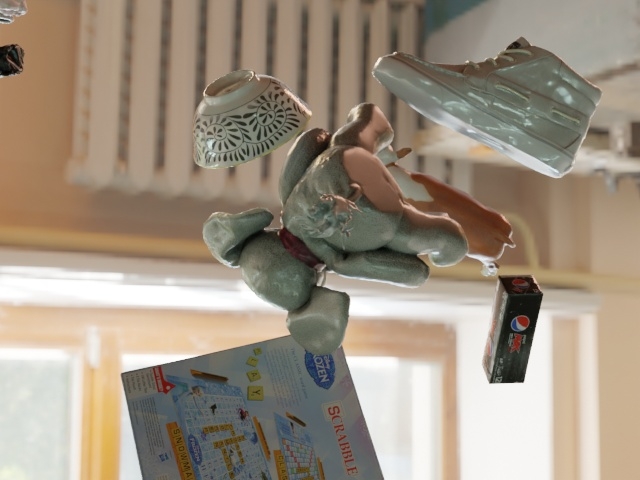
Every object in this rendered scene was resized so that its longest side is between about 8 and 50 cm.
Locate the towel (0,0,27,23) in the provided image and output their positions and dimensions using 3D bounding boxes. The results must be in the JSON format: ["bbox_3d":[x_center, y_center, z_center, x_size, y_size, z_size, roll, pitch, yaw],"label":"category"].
[{"bbox_3d":[-0.555,-0.462,1.753,0.053,0.317,0.332,-21,169,30],"label":"towel"}]

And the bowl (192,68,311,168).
[{"bbox_3d":[-0.104,-0.172,1.702,0.170,0.080,0.170,-18,-152,10],"label":"bowl"}]

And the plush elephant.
[{"bbox_3d":[0.000,0.000,1.796,0.255,0.272,0.330,-40,173,30],"label":"plush elephant"}]

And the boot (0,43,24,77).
[{"bbox_3d":[-0.392,-0.206,1.509,0.099,0.045,0.121,-13,-163,7],"label":"boot"}]

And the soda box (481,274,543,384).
[{"bbox_3d":[0.287,0.134,1.953,0.060,0.169,0.053,-1,-148,-11],"label":"soda box"}]

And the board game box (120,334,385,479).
[{"bbox_3d":[-0.088,0.295,1.777,0.318,0.319,0.066,-12,148,-9],"label":"board game box"}]

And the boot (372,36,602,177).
[{"bbox_3d":[0.195,-0.181,1.493,0.258,0.123,0.095,27,175,-10],"label":"boot"}]

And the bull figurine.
[{"bbox_3d":[0.196,-0.053,2.204,0.310,0.101,0.188,35,173,20],"label":"bull figurine"}]
